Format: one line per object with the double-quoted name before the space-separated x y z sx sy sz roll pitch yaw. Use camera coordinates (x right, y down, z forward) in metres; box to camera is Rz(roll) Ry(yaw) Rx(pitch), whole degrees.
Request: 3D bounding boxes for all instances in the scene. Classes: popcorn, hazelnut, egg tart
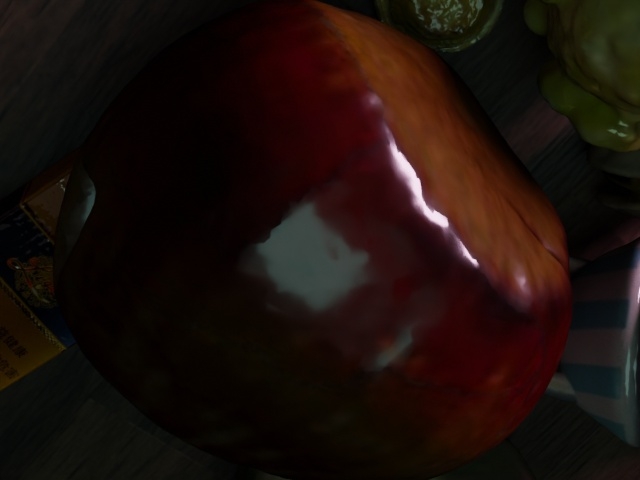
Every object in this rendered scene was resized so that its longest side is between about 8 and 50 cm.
"popcorn" 0.327 -0.213 0.835 0.312 0.312 0.312 -3 115 -6
"hazelnut" 0.000 0.000 0.858 0.429 0.402 0.402 32 108 -31
"egg tart" 0.112 -0.229 0.929 0.129 0.049 0.128 -3 114 -7

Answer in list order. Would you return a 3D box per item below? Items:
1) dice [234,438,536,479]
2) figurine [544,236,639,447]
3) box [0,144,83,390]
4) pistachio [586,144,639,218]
"dice" 0.077 0.383 1.061 0.330 0.322 0.318 -4 115 -7
"figurine" 0.366 0.059 1.022 0.378 0.361 0.266 26 111 18
"box" -0.272 0.029 0.995 0.237 0.070 0.152 -33 114 8
"pistachio" 0.380 -0.087 0.981 0.238 0.153 0.137 -13 109 29
